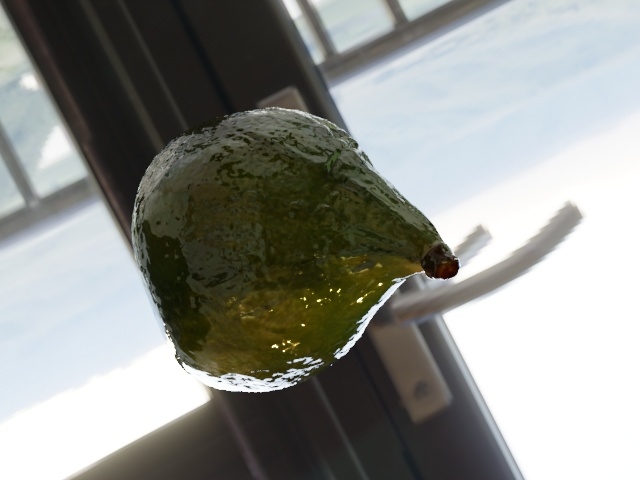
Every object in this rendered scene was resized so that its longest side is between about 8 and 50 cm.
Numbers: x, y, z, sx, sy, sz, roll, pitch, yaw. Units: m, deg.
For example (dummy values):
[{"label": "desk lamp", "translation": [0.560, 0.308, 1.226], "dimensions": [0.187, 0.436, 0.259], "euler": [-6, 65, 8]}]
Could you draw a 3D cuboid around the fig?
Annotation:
[{"label": "fig", "translation": [0.000, 0.000, 0.915], "dimensions": [0.235, 0.203, 0.203], "euler": [-7, -167, 31]}]
